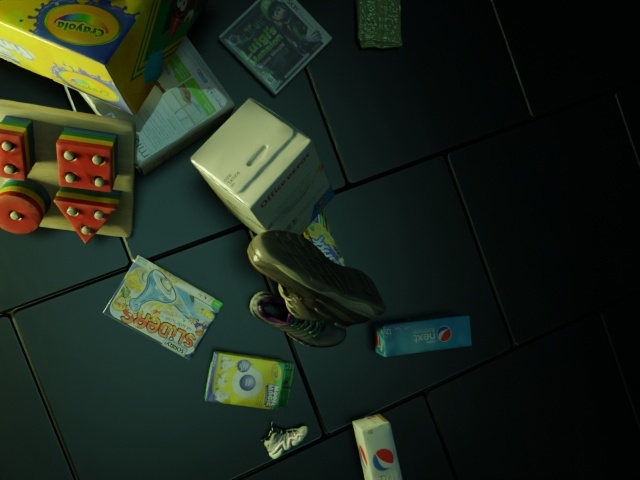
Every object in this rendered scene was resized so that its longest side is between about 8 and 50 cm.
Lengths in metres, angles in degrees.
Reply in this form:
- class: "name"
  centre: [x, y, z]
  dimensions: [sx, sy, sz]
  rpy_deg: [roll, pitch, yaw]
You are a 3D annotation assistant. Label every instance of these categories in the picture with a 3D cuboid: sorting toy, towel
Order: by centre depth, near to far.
- class: "sorting toy"
  centre: [-0.481, -0.106, 1.066]
  dimensions: [0.256, 0.089, 0.256]
  rpy_deg: [7, 128, -11]
- class: "towel"
  centre: [0.133, -0.514, 1.335]
  dimensions: [0.109, 0.027, 0.148]
  rpy_deg: [-3, 90, -12]

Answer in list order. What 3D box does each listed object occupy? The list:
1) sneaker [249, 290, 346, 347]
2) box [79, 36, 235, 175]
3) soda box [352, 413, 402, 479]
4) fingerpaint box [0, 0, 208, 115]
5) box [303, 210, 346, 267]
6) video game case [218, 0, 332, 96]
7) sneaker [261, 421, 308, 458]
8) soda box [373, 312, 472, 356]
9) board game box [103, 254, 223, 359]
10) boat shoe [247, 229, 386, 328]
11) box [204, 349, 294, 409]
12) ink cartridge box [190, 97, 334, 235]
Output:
- class: "sneaker"
  centre: [-0.043, 0.176, 1.232]
  dimensions: [0.223, 0.098, 0.083]
  rpy_deg: [21, 84, -11]
- class: "box"
  centre: [-0.342, -0.304, 1.165]
  dimensions: [0.231, 0.127, 0.262]
  rpy_deg: [-38, 97, -11]
- class: "soda box"
  centre: [0.133, 0.499, 1.274]
  dimensions: [0.069, 0.074, 0.216]
  rpy_deg: [-13, 91, -13]
- class: "fingerpaint box"
  centre: [-0.450, -0.486, 1.036]
  dimensions: [0.444, 0.163, 0.371]
  rpy_deg: [24, 74, 8]
- class: "box"
  centre: [0.000, 0.000, 1.268]
  dimensions: [0.054, 0.059, 0.169]
  rpy_deg: [-24, 93, -10]
- class: "video game case"
  centre: [-0.097, -0.444, 1.281]
  dimensions: [0.173, 0.022, 0.190]
  rpy_deg: [44, 80, -8]
- class: "sneaker"
  centre: [-0.080, 0.412, 1.246]
  dimensions: [0.098, 0.038, 0.069]
  rpy_deg: [-35, 97, -12]
- class: "soda box"
  centre: [0.229, 0.211, 1.310]
  dimensions: [0.209, 0.067, 0.071]
  rpy_deg: [-5, 89, -13]
- class: "board game box"
  centre: [-0.321, 0.138, 1.200]
  dimensions: [0.201, 0.035, 0.136]
  rpy_deg: [31, 81, -10]
- class: "boat shoe"
  centre: [-0.015, 0.101, 1.153]
  dimensions: [0.130, 0.132, 0.355]
  rpy_deg: [-42, 131, 20]
- class: "box"
  centre: [-0.147, 0.298, 1.233]
  dimensions: [0.179, 0.043, 0.105]
  rpy_deg: [10, 86, -14]
- class: "ink cartridge box"
  centre: [-0.104, -0.120, 1.135]
  dimensions: [0.168, 0.233, 0.171]
  rpy_deg: [37, 79, 22]
